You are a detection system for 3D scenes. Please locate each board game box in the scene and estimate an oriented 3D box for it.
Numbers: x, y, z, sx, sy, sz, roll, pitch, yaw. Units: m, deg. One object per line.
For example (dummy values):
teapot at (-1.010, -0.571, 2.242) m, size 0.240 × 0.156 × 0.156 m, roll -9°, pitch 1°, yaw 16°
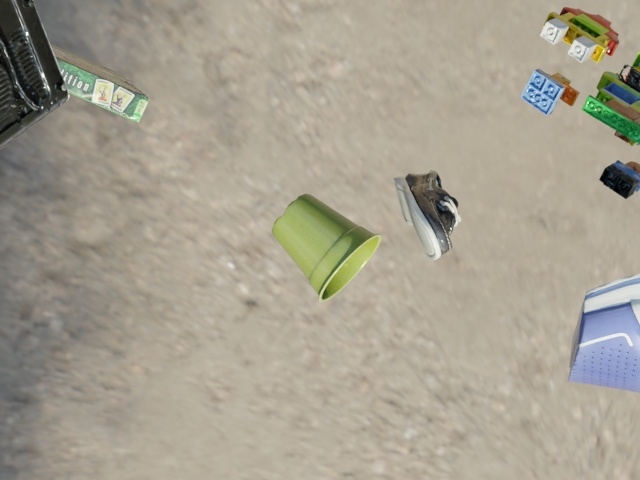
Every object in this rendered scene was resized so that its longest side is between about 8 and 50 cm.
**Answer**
board game box at (-0.285, -0.178, 1.486) m, size 0.260 × 0.136 × 0.030 m, roll 23°, pitch 94°, yaw -22°

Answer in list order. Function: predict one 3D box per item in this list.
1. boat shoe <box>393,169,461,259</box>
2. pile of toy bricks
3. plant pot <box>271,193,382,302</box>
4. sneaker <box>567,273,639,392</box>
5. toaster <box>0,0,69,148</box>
boat shoe at (0.082, -0.021, 1.217) m, size 0.038 × 0.125 × 0.046 m, roll -17°, pitch 107°, yaw -1°
pile of toy bricks at (0.290, -0.121, 1.526) m, size 0.212 × 0.105 × 0.118 m, roll 37°, pitch 125°, yaw 19°
plant pot at (0.000, 0.000, 1.531) m, size 0.079 × 0.083 × 0.083 m, roll 43°, pitch 89°, yaw 13°
sneaker at (0.361, 0.129, 1.352) m, size 0.316 × 0.127 × 0.182 m, roll 1°, pitch 63°, yaw 6°
toaster at (-0.279, -0.122, 1.110) m, size 0.110 × 0.168 × 0.186 m, roll 7°, pitch 38°, yaw 39°
